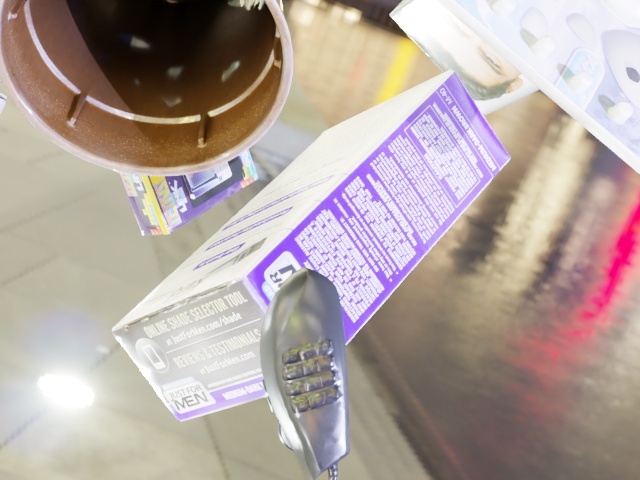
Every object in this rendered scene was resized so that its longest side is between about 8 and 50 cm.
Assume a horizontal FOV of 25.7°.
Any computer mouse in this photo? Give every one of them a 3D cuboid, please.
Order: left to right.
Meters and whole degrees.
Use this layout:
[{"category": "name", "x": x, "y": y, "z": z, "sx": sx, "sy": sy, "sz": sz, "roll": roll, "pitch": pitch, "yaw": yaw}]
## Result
[{"category": "computer mouse", "x": -0.008, "y": 0.135, "z": 0.745, "sx": 0.041, "sy": 0.242, "sz": 0.071, "roll": -4, "pitch": 2, "yaw": -12}]

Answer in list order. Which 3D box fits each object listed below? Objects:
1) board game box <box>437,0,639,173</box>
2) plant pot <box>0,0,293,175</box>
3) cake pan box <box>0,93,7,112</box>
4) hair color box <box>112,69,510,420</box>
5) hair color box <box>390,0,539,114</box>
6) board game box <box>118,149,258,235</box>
[{"category": "board game box", "x": 0.274, "y": -0.232, "z": 1.142, "sx": 0.390, "sy": 0.050, "sz": 0.390, "roll": 39, "pitch": 50, "yaw": -6}, {"category": "plant pot", "x": -0.094, "y": -0.153, "z": 0.825, "sx": 0.167, "sy": 0.167, "sz": 0.165, "roll": 19, "pitch": 39, "yaw": -13}, {"category": "cake pan box", "x": -0.385, "y": -0.049, "z": 1.016, "sx": 0.267, "sy": 0.245, "sz": 0.070, "roll": 27, "pitch": -3, "yaw": 27}, {"category": "hair color box", "x": 0.000, "y": 0.000, "z": 1.200, "sx": 0.110, "sy": 0.185, "sz": 0.339, "roll": 56, "pitch": 48, "yaw": -11}, {"category": "hair color box", "x": 0.249, "y": -0.287, "z": 1.653, "sx": 0.185, "sy": 0.113, "sz": 0.374, "roll": 45, "pitch": -20, "yaw": -9}, {"category": "board game box", "x": -0.150, "y": -0.110, "z": 1.438, "sx": 0.048, "sy": 0.170, "sz": 0.141, "roll": 0, "pitch": 25, "yaw": 46}]
